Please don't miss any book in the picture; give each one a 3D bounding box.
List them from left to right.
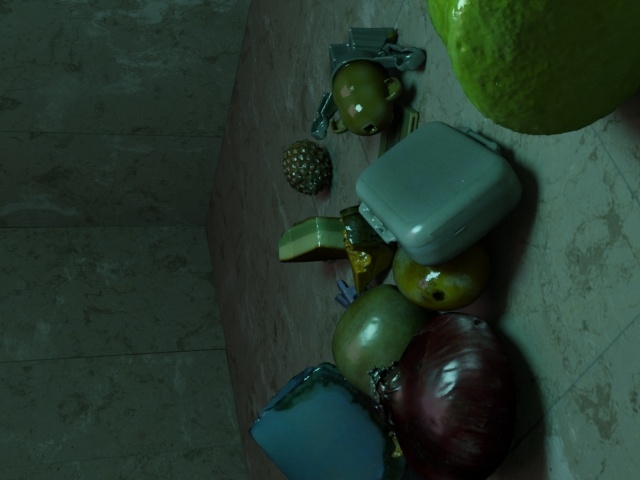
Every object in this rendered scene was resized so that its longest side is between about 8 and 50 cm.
[{"bbox_3d":[0.189,-0.230,1.992,0.161,0.026,0.231,-128,41,-61],"label":"book"}]

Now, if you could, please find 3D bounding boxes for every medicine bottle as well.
[{"bbox_3d":[0.223,-0.101,1.564,0.123,0.282,0.375,50,-177,-25],"label":"medicine bottle"}]

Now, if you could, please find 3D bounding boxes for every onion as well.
[{"bbox_3d":[0.221,0.305,1.518,0.347,0.285,0.347,-171,90,-83],"label":"onion"}]

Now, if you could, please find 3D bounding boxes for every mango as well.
[{"bbox_3d":[0.239,0.043,1.622,0.316,0.193,0.146,-107,-6,-69],"label":"mango"}]

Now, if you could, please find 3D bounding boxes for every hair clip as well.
[{"bbox_3d":[0.111,0.205,2.145,0.278,0.090,0.137,-112,19,-47],"label":"hair clip"}]

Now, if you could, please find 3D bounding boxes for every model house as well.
[{"bbox_3d":[0.046,0.503,2.111,0.360,0.297,0.339,46,-176,2],"label":"model house"}]

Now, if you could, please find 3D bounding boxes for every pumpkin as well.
[{"bbox_3d":[0.128,0.019,2.063,0.248,0.126,0.131,83,166,-56],"label":"pumpkin"}]

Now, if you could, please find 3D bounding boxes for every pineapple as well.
[{"bbox_3d":[-0.040,-0.214,2.473,0.166,0.166,0.193,109,153,-46],"label":"pineapple"}]

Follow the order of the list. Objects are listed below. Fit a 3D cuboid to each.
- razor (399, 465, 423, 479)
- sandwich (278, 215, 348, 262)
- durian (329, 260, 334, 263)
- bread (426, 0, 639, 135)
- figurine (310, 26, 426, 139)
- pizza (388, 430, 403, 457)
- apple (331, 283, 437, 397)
[{"bbox_3d":[0.223,0.617,1.797,0.189,0.107,0.327,-109,31,-46],"label":"razor"},{"bbox_3d":[0.006,0.004,2.293,0.220,0.186,0.108,-21,70,52],"label":"sandwich"},{"bbox_3d":[-0.009,0.004,2.485,0.221,0.095,0.137,-148,60,-75],"label":"durian"},{"bbox_3d":[0.316,-0.351,1.150,0.308,0.348,0.348,-114,29,-59],"label":"bread"},{"bbox_3d":[0.104,-0.380,1.953,0.342,0.167,0.285,124,150,-42],"label":"figurine"},{"bbox_3d":[0.209,0.431,1.805,0.056,0.134,0.271,45,-176,3],"label":"pizza"},{"bbox_3d":[0.158,0.229,1.781,0.234,0.257,0.257,-56,27,9],"label":"apple"}]
